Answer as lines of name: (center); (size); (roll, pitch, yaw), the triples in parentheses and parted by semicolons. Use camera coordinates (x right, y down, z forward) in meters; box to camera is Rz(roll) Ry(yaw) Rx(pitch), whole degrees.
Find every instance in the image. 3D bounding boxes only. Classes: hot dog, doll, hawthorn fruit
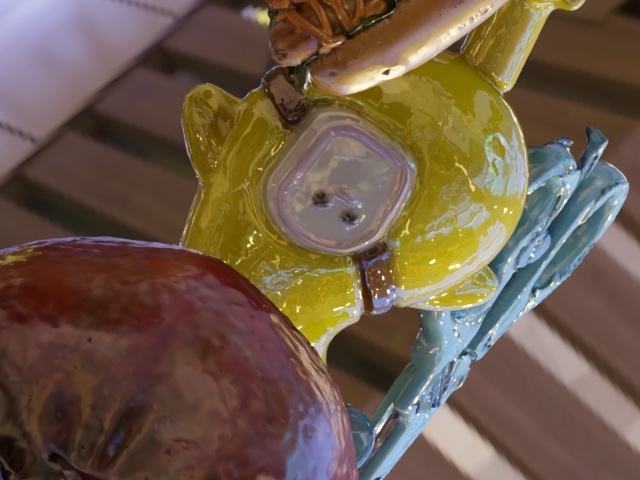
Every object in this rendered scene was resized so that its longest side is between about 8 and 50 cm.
hot dog: (0.056, -0.129, 0.818); (0.188, 0.055, 0.072); (-40, -109, -5)
doll: (0.000, 0.000, 1.049); (0.363, 0.199, 0.145); (-62, -166, 14)
hawthorn fruit: (-0.063, 0.082, 0.574); (0.169, 0.169, 0.188); (-35, 171, -1)

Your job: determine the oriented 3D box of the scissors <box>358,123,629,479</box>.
scissors: (0.076, 0.084, 1.315); (0.032, 0.180, 0.393); (47, -62, 25)
